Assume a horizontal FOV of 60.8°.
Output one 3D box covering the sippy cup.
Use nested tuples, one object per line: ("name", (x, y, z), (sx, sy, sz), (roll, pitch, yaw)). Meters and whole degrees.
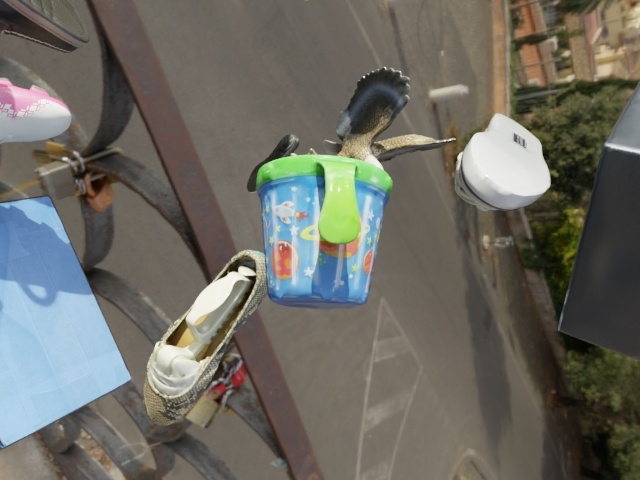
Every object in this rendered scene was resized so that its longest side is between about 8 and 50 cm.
("sippy cup", (0.000, 0.000, 0.925), (0.305, 0.240, 0.223), (25, 65, -61))

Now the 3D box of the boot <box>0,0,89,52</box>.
("boot", (-0.594, -0.341, 0.842), (0.377, 0.284, 0.138), (14, 46, -61))

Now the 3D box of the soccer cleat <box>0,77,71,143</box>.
("soccer cleat", (-0.537, -0.154, 0.774), (0.332, 0.116, 0.143), (2, 70, -20))

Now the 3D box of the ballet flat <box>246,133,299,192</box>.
("ballet flat", (-0.108, -0.176, 1.289), (0.173, 0.057, 0.049), (-48, 156, 5))

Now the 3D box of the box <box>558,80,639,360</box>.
("box", (0.498, -0.063, 0.718), (0.395, 0.212, 0.293), (-44, 141, -38))

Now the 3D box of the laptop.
("laptop", (-0.458, 0.094, 0.780), (0.236, 0.408, 0.381), (-25, 88, -22))

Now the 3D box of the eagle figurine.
("eagle figurine", (0.122, -0.219, 1.245), (0.225, 0.298, 0.226), (53, 17, 16))

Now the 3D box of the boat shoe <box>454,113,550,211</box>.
("boat shoe", (0.198, -0.079, 0.638), (0.096, 0.088, 0.267), (34, 31, 1))

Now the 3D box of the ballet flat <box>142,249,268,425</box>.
("ballet flat", (-0.287, 0.216, 1.288), (0.482, 0.164, 0.182), (-55, 166, -8))
